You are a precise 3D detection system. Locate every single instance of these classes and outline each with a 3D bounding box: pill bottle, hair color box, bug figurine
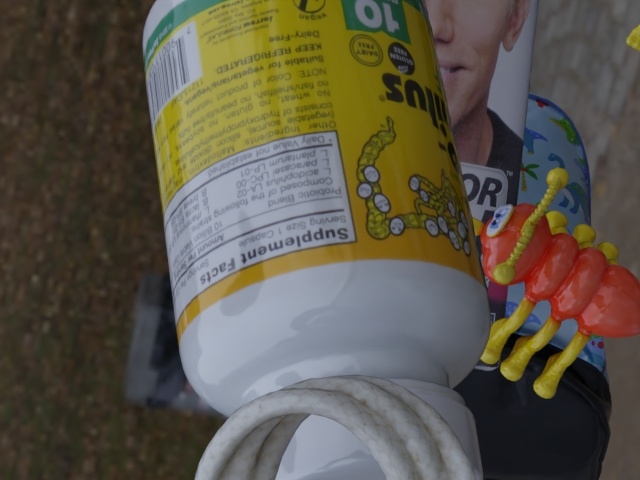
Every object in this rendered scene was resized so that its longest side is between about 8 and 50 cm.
[{"bbox_3d":[0.000,0.000,0.643,0.117,0.117,0.208,116,149,-59],"label":"pill bottle"},{"bbox_3d":[0.037,-0.099,1.071,0.105,0.173,0.347,2,86,55],"label":"hair color box"},{"bbox_3d":[0.195,-0.038,0.824,0.279,0.216,0.072,-63,4,-22],"label":"bug figurine"}]

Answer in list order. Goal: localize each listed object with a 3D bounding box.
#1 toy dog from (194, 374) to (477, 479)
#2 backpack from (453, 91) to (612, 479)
[{"bbox_3d":[0.025,0.209,0.434,0.161,0.220,0.334,-13,-62,-78],"label":"toy dog"},{"bbox_3d":[0.129,0.022,1.559,0.356,0.290,0.273,-81,2,-56],"label":"backpack"}]
